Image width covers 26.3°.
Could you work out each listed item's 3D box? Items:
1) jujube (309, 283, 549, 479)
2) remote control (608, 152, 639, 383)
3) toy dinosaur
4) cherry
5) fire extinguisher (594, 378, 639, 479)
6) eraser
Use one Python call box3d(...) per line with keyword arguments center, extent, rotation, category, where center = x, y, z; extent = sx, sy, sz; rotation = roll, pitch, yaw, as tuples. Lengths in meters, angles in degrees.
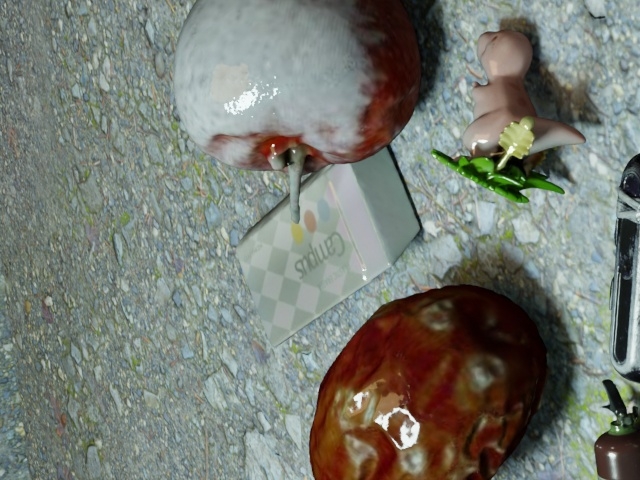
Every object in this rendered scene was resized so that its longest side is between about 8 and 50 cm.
box3d(center=(0.132, 0.224, 1.761), extent=(0.276, 0.276, 0.377), rotation=(53, 143, 32), category="jujube")
box3d(center=(0.352, 0.033, 1.509), extent=(0.090, 0.066, 0.266), rotation=(18, 118, 50), category="remote control")
box3d(center=(0.234, -0.142, 1.608), extent=(0.177, 0.152, 0.194), rotation=(-61, 37, 10), category="toy dinosaur")
box3d(center=(-0.041, -0.240, 1.792), extent=(0.335, 0.326, 0.291), rotation=(64, -178, 22), category="cherry")
box3d(center=(0.357, 0.281, 1.610), extent=(0.099, 0.071, 0.231), rotation=(-130, 30, -82), category="fire extinguisher")
box3d(center=(0.000, 0.000, 2.041), extent=(0.397, 0.082, 0.213), rotation=(-39, 69, 56), category="eraser")
